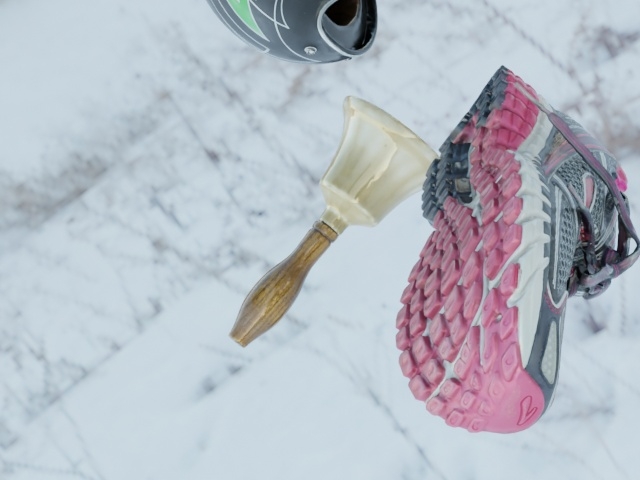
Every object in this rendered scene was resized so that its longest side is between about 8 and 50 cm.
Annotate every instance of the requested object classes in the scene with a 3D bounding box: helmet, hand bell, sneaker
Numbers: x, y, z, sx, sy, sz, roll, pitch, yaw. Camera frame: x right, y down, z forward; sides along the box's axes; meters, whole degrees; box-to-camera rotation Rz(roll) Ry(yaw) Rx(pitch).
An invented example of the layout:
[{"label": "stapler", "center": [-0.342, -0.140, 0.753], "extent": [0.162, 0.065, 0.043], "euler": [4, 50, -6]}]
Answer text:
[{"label": "helmet", "center": [-0.016, -0.214, 1.231], "extent": [0.161, 0.169, 0.169], "euler": [-55, 19, 33]}, {"label": "hand bell", "center": [0.000, 0.000, 1.541], "extent": [0.242, 0.126, 0.126], "euler": [-52, 35, -8]}, {"label": "sneaker", "center": [0.121, 0.003, 0.929], "extent": [0.121, 0.112, 0.299], "euler": [-55, 9, 32]}]
